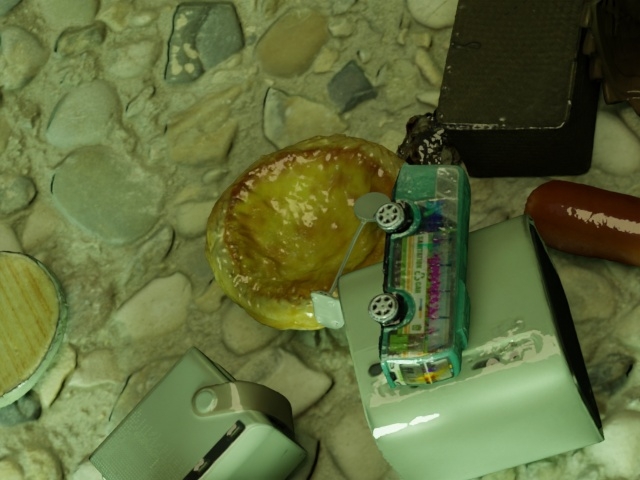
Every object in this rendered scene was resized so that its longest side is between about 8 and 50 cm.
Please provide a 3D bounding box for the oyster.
[{"bbox_3d":[0.147,-0.122,2.203,0.103,0.051,0.148,-8,71,26],"label":"oyster"}]

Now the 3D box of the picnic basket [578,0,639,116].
[{"bbox_3d":[0.479,-0.251,2.014,0.291,0.254,0.321,0,53,22],"label":"picnic basket"}]

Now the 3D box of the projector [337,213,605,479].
[{"bbox_3d":[0.184,0.141,1.926,0.249,0.248,0.248,-18,58,12],"label":"projector"}]

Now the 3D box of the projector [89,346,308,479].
[{"bbox_3d":[-0.150,0.270,2.047,0.242,0.163,0.177,-47,57,-1],"label":"projector"}]

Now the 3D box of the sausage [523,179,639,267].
[{"bbox_3d":[0.400,-0.012,2.022,0.300,0.083,0.089,12,56,26],"label":"sausage"}]

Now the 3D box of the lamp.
[{"bbox_3d":[0.042,0.021,2.034,0.050,0.056,0.198,10,52,26],"label":"lamp"}]

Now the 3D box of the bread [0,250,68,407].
[{"bbox_3d":[-0.490,0.136,2.327,0.267,0.040,0.267,-9,61,17],"label":"bread"}]

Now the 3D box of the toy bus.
[{"bbox_3d":[0.117,0.037,1.810,0.109,0.091,0.261,-2,63,14],"label":"toy bus"}]

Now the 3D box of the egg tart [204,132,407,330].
[{"bbox_3d":[0.000,0.000,2.152,0.319,0.128,0.318,-9,58,16],"label":"egg tart"}]

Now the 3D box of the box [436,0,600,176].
[{"bbox_3d":[0.279,-0.237,2.157,0.184,0.143,0.273,1,65,22],"label":"box"}]
